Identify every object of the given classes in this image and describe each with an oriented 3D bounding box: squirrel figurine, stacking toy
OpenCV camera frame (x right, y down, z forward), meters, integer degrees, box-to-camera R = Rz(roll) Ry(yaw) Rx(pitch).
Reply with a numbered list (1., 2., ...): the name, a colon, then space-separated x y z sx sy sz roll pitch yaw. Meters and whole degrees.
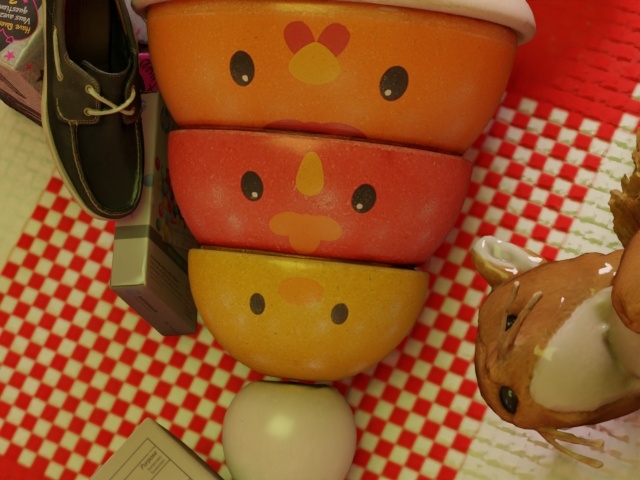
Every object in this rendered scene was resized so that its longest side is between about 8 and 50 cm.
1. squirrel figurine: 0.314 0.033 1.576 0.370 0.281 0.397 -21 19 35
2. stacking toy: 0.000 0.000 1.689 0.351 0.350 0.480 3 89 18

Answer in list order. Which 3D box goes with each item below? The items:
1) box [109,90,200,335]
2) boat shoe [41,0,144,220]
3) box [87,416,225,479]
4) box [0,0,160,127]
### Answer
1. box: -0.146 -0.022 1.783 0.038 0.145 0.186 -4 69 14
2. boat shoe: -0.191 -0.128 1.663 0.084 0.079 0.233 -10 101 -22
3. box: -0.073 0.307 1.651 0.311 0.121 0.148 41 86 25
4. box: -0.252 -0.193 1.822 0.163 0.247 0.142 31 83 25
